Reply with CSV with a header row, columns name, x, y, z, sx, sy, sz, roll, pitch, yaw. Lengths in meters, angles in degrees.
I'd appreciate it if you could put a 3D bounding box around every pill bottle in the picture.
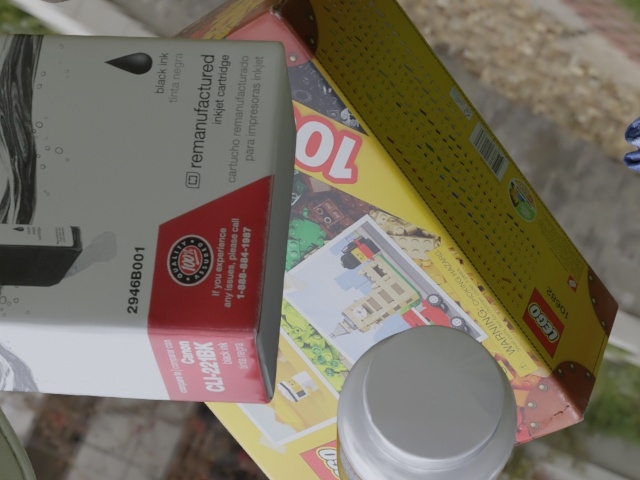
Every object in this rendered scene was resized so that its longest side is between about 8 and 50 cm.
name,x,y,z,sx,sy,sz,roll,pitch,yaw
pill bottle,0.081,0.146,1.304,0.136,0.136,0.245,23,162,8

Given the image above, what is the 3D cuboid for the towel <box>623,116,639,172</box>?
name,x,y,z,sx,sy,sz,roll,pitch,yaw
towel,0.314,-0.040,0.887,0.209,0.034,0.285,19,168,-19

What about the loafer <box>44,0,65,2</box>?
name,x,y,z,sx,sy,sz,roll,pitch,yaw
loafer,-0.122,-0.200,0.627,0.092,0.102,0.268,43,161,29

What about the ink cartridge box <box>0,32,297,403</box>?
name,x,y,z,sx,sy,sz,roll,pitch,yaw
ink cartridge box,-0.159,-0.016,1.017,0.273,0.197,0.114,2,154,5

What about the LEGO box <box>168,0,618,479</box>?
name,x,y,z,sx,sy,sz,roll,pitch,yaw
LEGO box,0.000,0.000,1.695,0.372,0.193,0.500,-27,110,35

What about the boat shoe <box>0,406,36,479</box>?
name,x,y,z,sx,sy,sz,roll,pitch,yaw
boat shoe,-0.333,0.177,1.460,0.340,0.127,0.113,70,163,-9
